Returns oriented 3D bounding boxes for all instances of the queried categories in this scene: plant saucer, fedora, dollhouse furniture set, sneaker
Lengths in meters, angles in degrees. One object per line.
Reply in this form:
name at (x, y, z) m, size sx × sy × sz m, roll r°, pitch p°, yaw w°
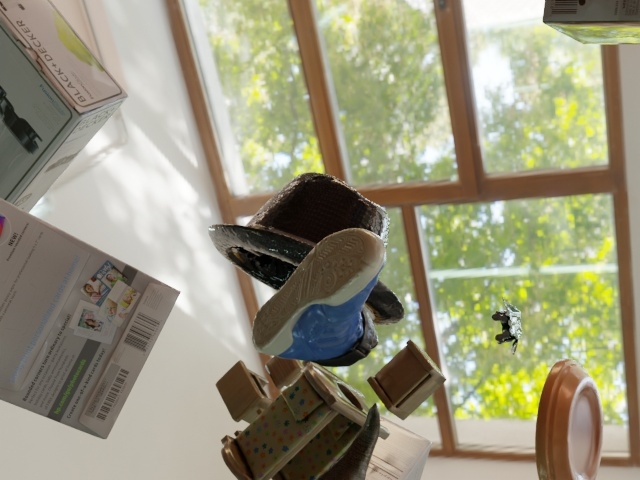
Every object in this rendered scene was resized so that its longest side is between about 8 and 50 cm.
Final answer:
plant saucer at (0.345, 0.262, 1.098) m, size 0.037 × 0.200 × 0.200 m, roll -1°, pitch -155°, yaw 35°
fedora at (0.000, 0.000, 1.184) m, size 0.334 × 0.334 × 0.153 m, roll 13°, pitch -109°, yaw 46°
dollhouse furniture set at (-0.013, 0.121, 0.748) m, size 0.182 × 0.101 × 0.161 m, roll -45°, pitch -137°, yaw 5°
sneaker at (0.020, 0.050, 0.622) m, size 0.084 × 0.152 × 0.058 m, roll 20°, pitch -137°, yaw -30°

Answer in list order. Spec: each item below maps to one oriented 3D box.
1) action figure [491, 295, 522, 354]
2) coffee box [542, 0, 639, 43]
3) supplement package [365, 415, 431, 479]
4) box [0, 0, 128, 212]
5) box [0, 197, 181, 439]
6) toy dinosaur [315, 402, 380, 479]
action figure at (0.460, 0.208, 1.964) m, size 0.063 × 0.137 × 0.232 m, roll -8°, pitch 172°, yaw 20°
coffee box at (0.375, -0.259, 0.828) m, size 0.246 × 0.098 × 0.141 m, roll 10°, pitch -172°, yaw 35°
supplement package at (0.067, 0.420, 1.345) m, size 0.133 × 0.139 × 0.244 m, roll 23°, pitch -150°, yaw 22°
box at (-0.373, -0.135, 0.944) m, size 0.290 × 0.169 × 0.087 m, roll -39°, pitch -178°, yaw 35°
box at (-0.231, 0.065, 0.674) m, size 0.038 × 0.186 × 0.145 m, roll 7°, pitch -111°, yaw 57°
toy dinosaur at (0.002, 0.280, 0.627) m, size 0.160 × 0.314 × 0.121 m, roll 2°, pitch -153°, yaw -14°
